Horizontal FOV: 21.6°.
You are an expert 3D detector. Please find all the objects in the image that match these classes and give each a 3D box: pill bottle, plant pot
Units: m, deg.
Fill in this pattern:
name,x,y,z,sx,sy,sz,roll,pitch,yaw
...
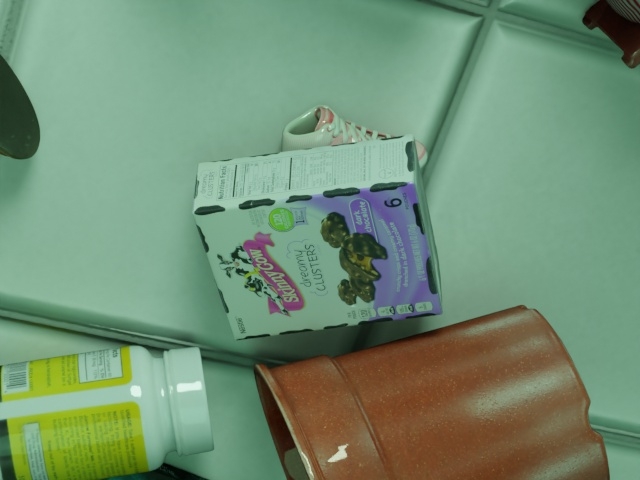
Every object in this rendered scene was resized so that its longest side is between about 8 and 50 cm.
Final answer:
name,x,y,z,sx,sy,sz,roll,pitch,yaw
pill bottle,-0.208,0.162,1.552,0.208,0.119,0.119,-8,120,-5
plant pot,0.108,0.197,1.563,0.265,0.272,0.272,-20,121,-8

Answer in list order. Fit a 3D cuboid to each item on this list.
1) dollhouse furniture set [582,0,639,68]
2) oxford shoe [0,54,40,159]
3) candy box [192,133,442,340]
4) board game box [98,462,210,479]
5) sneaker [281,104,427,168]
name,x,y,z,sx,sy,sz,roll,pitch,yaw
dollhouse furniture set,0.278,-0.225,1.281,0.152,0.374,0.201,-37,117,6
oxford shoe,-0.323,-0.139,1.407,0.076,0.076,0.212,-21,128,37
candy box,0.000,0.000,1.490,0.196,0.070,0.165,-8,132,9
board game box,-0.152,0.289,1.686,0.186,0.026,0.126,23,112,-21
sneaker,0.028,-0.087,1.495,0.134,0.051,0.070,-7,125,-1
